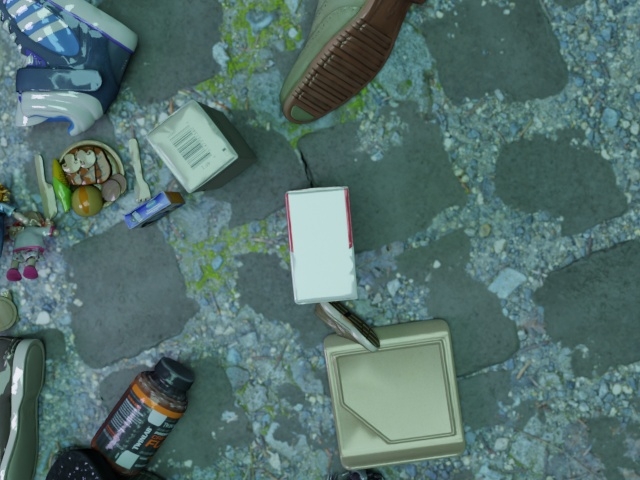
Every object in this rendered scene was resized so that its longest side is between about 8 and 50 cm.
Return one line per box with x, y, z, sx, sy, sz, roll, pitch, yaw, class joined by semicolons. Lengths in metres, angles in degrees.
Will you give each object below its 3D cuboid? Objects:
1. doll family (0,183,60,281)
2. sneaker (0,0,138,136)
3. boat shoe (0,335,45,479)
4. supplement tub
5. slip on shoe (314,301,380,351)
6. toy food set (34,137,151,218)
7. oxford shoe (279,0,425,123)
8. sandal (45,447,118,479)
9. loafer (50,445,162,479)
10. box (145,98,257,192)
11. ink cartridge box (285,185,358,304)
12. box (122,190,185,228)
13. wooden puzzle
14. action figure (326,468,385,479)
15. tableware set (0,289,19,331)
-0.583;-0.017;1.415;0.263;0.118;0.163;-9;53;1;doll family
-0.488;-0.313;1.399;0.323;0.130;0.236;29;90;-6;sneaker
-0.552;0.327;1.459;0.097;0.116;0.324;6;90;6;boat shoe
-0.300;0.299;1.451;0.106;0.106;0.198;35;95;-1;supplement tub
0.044;0.149;1.449;0.135;0.051;0.041;40;111;15;slip on shoe
-0.400;-0.108;1.458;0.192;0.038;0.132;-11;94;2;toy food set
0.050;-0.374;1.402;0.397;0.140;0.146;-51;60;9;oxford shoe
-0.288;0.517;1.332;0.167;0.107;0.446;-45;60;15;sandal
-0.359;0.449;1.481;0.251;0.094;0.087;26;119;9;loafer
-0.179;-0.145;1.330;0.094;0.275;0.113;-37;91;4;box
0.000;0.000;1.356;0.100;0.237;0.172;-5;94;-1;ink cartridge box
-0.278;-0.051;1.409;0.081;0.136;0.028;-32;93;4;box
0.129;0.267;1.471;0.221;0.044;0.238;-8;89;3;wooden puzzle
0.108;0.483;1.442;0.285;0.099;0.185;-6;90;25;action figure
-0.622;0.124;1.461;0.169;0.020;0.141;-37;109;-14;tableware set
